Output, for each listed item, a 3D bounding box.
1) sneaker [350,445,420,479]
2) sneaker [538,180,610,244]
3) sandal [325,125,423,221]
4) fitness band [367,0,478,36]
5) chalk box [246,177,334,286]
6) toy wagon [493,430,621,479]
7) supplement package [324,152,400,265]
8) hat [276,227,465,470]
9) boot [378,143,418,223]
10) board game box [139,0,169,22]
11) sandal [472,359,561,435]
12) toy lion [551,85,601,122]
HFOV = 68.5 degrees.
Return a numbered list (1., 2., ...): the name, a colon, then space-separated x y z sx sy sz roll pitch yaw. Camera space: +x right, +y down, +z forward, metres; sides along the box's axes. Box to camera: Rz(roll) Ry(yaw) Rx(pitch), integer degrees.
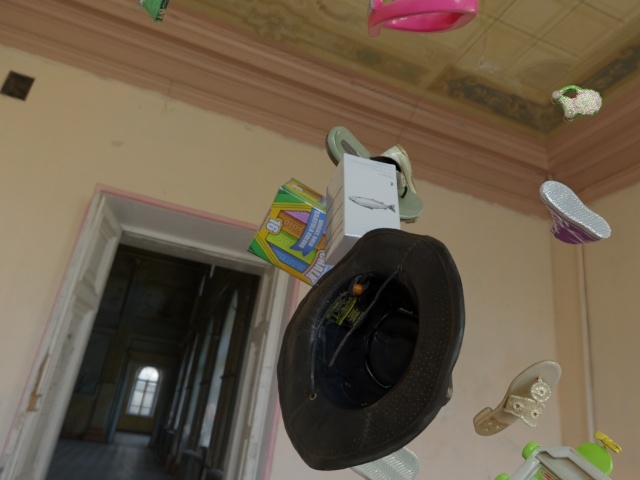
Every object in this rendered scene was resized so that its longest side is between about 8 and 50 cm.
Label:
1. sneaker: 0.054 0.359 0.902 0.148 0.131 0.350 12 -41 53
2. sneaker: 0.812 -0.077 1.594 0.282 0.102 0.161 40 -23 -7
3. sandal: 0.138 -0.153 1.090 0.303 0.120 0.086 39 -43 -22
4. fitness band: 0.200 -0.454 0.948 0.209 0.054 0.291 -1 16 4
5. chalk box: 0.000 0.000 1.157 0.289 0.179 0.180 29 14 -3
6. toy wagon: 0.613 0.627 1.163 0.267 0.344 0.068 38 -13 51
7. supplement package: 0.072 -0.048 0.837 0.105 0.179 0.105 11 -34 -15
8. hat: 0.081 0.143 0.594 0.134 0.331 0.331 35 -31 -24
9. boot: 0.171 -0.124 1.350 0.203 0.095 0.262 -25 -49 -4
10. board game box: -0.494 -0.830 1.451 0.030 0.136 0.260 -23 -20 -50
11. sandal: 0.399 0.341 0.928 0.088 0.079 0.240 23 -57 -15
12. toy lion: 0.659 -0.356 1.202 0.096 0.100 0.034 -28 -20 14
